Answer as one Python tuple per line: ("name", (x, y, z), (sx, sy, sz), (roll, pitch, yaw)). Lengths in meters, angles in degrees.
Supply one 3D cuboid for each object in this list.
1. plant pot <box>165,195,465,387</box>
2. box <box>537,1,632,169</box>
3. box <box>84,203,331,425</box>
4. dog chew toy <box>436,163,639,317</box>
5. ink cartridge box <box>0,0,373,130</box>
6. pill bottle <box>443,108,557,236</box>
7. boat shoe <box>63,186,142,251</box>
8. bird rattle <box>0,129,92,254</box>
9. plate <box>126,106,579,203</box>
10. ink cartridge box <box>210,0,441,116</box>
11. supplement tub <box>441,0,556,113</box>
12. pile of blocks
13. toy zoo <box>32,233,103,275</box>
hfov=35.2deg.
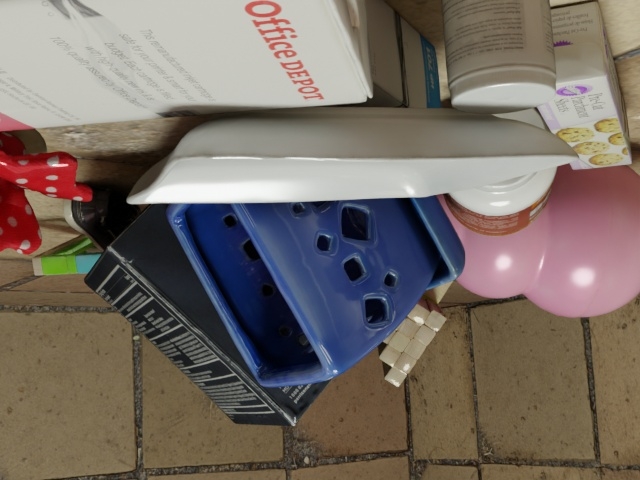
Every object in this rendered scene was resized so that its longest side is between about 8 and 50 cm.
("plant pot", (0.000, 0.000, 1.049), (0.212, 0.235, 0.236), (-29, 180, -24))
("box", (0.240, -0.128, 0.919), (0.067, 0.063, 0.324), (-7, 170, 19))
("box", (-0.122, 0.071, 1.274), (0.294, 0.182, 0.296), (44, 160, -7))
("dog chew toy", (0.240, -0.016, 1.244), (0.332, 0.206, 0.206), (7, 170, -4))
("ink cartridge box", (-0.124, -0.144, 0.552), (0.283, 0.117, 0.207), (-4, 171, 9))
("pill bottle", (0.181, -0.077, 1.036), (0.121, 0.121, 0.216), (-4, 171, 9))
("boat shoe", (-0.279, -0.027, 1.381), (0.065, 0.075, 0.206), (-1, 167, 13))
("bird rattle", (-0.285, -0.089, 0.763), (0.254, 0.143, 0.207), (17, -164, -2))
("plate", (0.006, -0.062, 0.763), (0.278, 0.045, 0.278), (-1, 177, -17))
("ink cartridge box", (-0.001, -0.130, 0.784), (0.140, 0.082, 0.191), (-6, 170, 23))
("supplement tub", (0.115, -0.143, 0.657), (0.071, 0.107, 0.071), (-2, 171, 0))
("pile of blocks", (0.104, 0.049, 1.366), (0.113, 0.362, 0.149), (34, 122, -3))
("toy zoo", (-0.266, 0.010, 1.552), (0.293, 0.030, 0.192), (-4, -169, 11))
